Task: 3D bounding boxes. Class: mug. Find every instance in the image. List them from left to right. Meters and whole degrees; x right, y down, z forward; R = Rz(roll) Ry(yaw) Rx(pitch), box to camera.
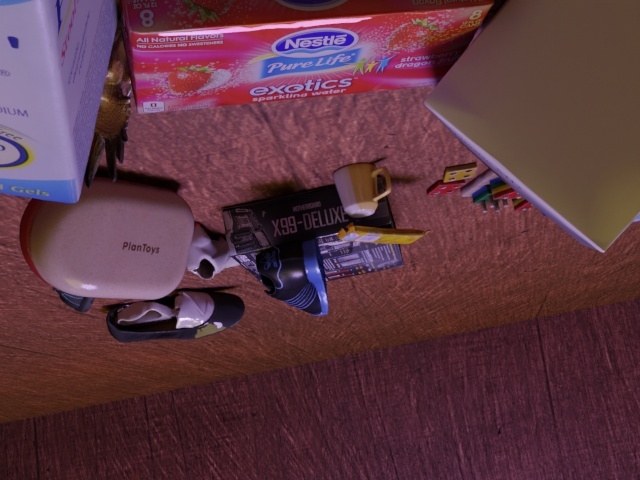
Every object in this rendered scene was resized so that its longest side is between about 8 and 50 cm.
[{"bbox_3d":[0.055,-0.069,1.291,0.062,0.064,0.078,-3,163,-22],"label":"mug"}]

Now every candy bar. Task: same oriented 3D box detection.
[{"bbox_3d":[0.092,-0.008,1.336,0.162,0.018,0.040,3,155,-39],"label":"candy bar"}]

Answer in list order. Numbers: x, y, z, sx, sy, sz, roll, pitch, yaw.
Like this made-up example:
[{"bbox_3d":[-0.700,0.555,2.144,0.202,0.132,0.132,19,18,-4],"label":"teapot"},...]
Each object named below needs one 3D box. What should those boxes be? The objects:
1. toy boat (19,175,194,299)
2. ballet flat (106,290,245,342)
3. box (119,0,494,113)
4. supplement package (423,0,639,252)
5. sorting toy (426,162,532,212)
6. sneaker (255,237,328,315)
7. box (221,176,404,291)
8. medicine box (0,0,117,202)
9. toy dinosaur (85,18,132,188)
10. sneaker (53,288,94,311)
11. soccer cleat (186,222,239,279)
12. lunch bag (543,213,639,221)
[{"bbox_3d":[-0.286,-0.010,1.208,0.151,0.151,0.231,16,-176,39],"label":"toy boat"},{"bbox_3d":[-0.292,0.149,1.842,0.281,0.095,0.096,-12,153,7],"label":"ballet flat"},{"bbox_3d":[-0.020,-0.184,0.694,0.257,0.122,0.128,-7,164,-11],"label":"box"},{"bbox_3d":[0.222,-0.111,0.792,0.175,0.177,0.293,-49,170,9],"label":"supplement package"},{"bbox_3d":[0.299,-0.082,1.439,0.275,0.046,0.132,-3,164,-23],"label":"sorting toy"},{"bbox_3d":[-0.039,0.057,1.384,0.091,0.081,0.232,-7,157,2],"label":"sneaker"},{"bbox_3d":[0.000,0.000,1.489,0.243,0.076,0.307,-12,165,7],"label":"box"},{"bbox_3d":[-0.253,-0.151,0.492,0.264,0.149,0.289,9,162,-8],"label":"medicine box"},{"bbox_3d":[-0.268,-0.090,0.752,0.296,0.127,0.200,-21,171,1],"label":"toy dinosaur"},{"bbox_3d":[-0.369,0.034,1.399,0.106,0.101,0.267,19,156,-17],"label":"sneaker"},{"bbox_3d":[-0.174,0.029,1.484,0.068,0.076,0.196,-14,165,16],"label":"soccer cleat"},{"bbox_3d":[0.438,-0.093,1.297,0.221,0.138,0.293,-13,176,-3],"label":"lunch bag"}]
